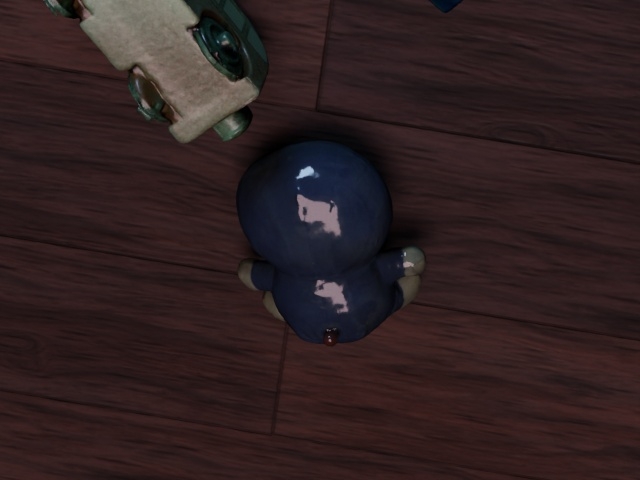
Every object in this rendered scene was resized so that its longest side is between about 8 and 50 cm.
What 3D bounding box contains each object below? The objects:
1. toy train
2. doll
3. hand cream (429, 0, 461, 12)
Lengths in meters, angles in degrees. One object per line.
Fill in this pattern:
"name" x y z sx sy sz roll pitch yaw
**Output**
"toy train" -0.183 -0.249 2.072 0.129 0.159 0.326 -32 112 23
"doll" 0.000 0.000 2.241 0.228 0.154 0.258 -4 118 16
"hand cream" 0.062 -0.356 2.025 0.270 0.061 0.120 41 119 -14
